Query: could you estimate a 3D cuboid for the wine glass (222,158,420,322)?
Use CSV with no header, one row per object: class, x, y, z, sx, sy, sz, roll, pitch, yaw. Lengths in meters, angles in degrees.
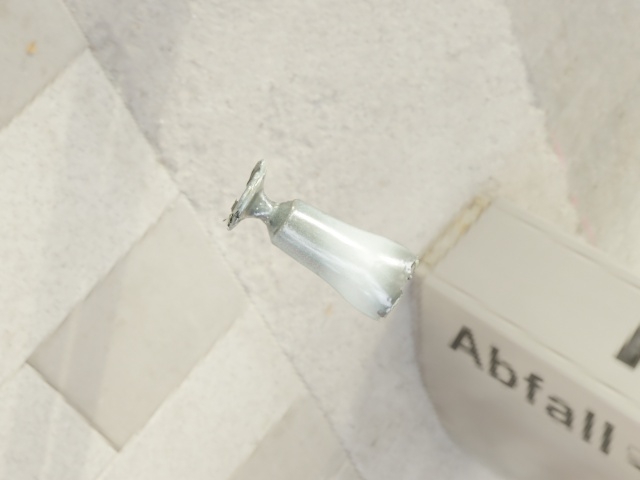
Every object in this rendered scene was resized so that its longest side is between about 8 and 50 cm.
wine glass,0.000,0.000,0.988,0.072,0.155,0.072,-57,-173,12
